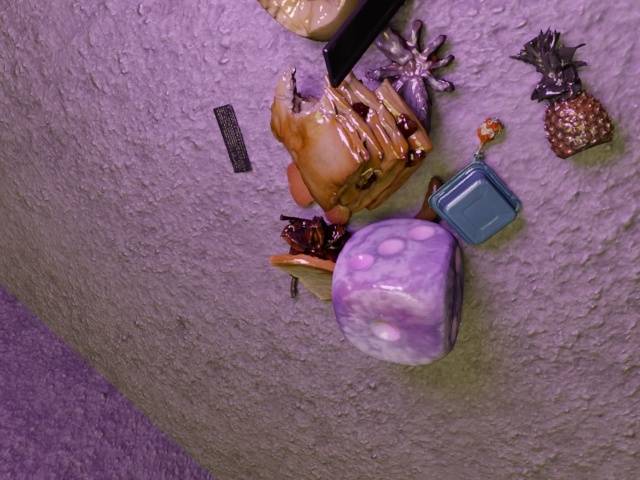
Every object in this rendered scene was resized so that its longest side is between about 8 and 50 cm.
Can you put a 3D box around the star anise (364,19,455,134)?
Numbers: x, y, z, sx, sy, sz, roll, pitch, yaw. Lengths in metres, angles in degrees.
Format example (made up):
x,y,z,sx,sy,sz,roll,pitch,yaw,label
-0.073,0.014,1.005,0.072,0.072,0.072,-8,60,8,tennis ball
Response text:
x,y,z,sx,sy,sz,roll,pitch,yaw,label
0.188,-0.352,0.882,0.198,0.110,0.258,8,113,23,star anise

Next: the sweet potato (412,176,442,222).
x,y,z,sx,sy,sz,roll,pitch,yaw,label
0.270,-0.071,1.029,0.053,0.053,0.182,5,130,-21,sweet potato

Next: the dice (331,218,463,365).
x,y,z,sx,sy,sz,roll,pitch,yaw,label
0.200,0.122,1.006,0.269,0.271,0.270,2,129,28,dice

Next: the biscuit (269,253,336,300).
x,y,z,sx,sy,sz,roll,pitch,yaw,label
0.012,0.107,1.159,0.204,0.040,0.309,-3,152,31,biscuit

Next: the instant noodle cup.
x,y,z,sx,sy,sz,roll,pitch,yaw,label
0.362,-0.075,0.938,0.179,0.070,0.157,42,116,-14,instant noodle cup

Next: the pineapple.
x,y,z,sx,sy,sz,roll,pitch,yaw,label
0.472,-0.288,0.788,0.125,0.125,0.252,-26,93,34,pineapple

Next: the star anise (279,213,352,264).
x,y,z,sx,sy,sz,roll,pitch,yaw,label
0.000,0.000,1.154,0.189,0.126,0.220,13,144,19,star anise

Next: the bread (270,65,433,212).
x,y,z,sx,sy,sz,roll,pitch,yaw,label
0.028,-0.231,0.917,0.370,0.191,0.314,47,152,5,bread

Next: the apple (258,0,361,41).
x,y,z,sx,sy,sz,roll,pitch,yaw,label
-0.003,-0.538,0.785,0.278,0.279,0.280,12,120,20,apple

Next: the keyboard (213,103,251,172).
x,y,z,sx,sy,sz,roll,pitch,yaw,label
-0.260,-0.294,1.191,0.074,0.015,0.197,-3,114,28,keyboard

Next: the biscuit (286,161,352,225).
x,y,z,sx,sy,sz,roll,pitch,yaw,label
-0.003,-0.131,1.140,0.191,0.036,0.187,7,120,24,biscuit

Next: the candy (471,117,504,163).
x,y,z,sx,sy,sz,roll,pitch,yaw,label
0.357,-0.193,0.926,0.055,0.049,0.185,-5,132,-21,candy

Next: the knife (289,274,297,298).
x,y,z,sx,sy,sz,roll,pitch,yaw,label
-0.078,0.093,1.305,0.045,0.021,0.223,11,116,20,knife

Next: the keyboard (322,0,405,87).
x,y,z,sx,sy,sz,roll,pitch,yaw,label
0.103,-0.431,0.772,0.018,0.310,0.101,30,167,24,keyboard
